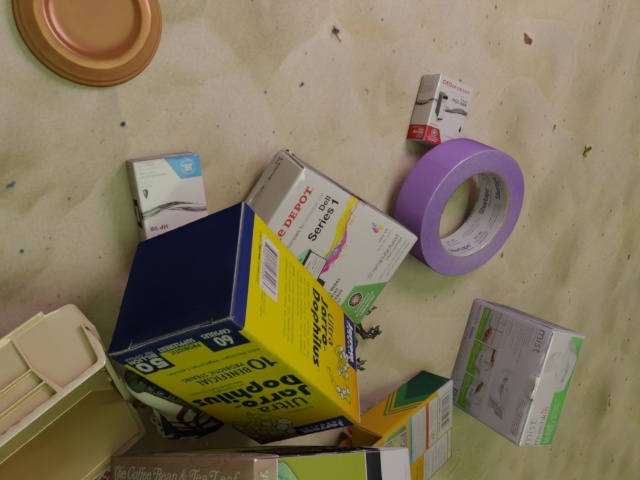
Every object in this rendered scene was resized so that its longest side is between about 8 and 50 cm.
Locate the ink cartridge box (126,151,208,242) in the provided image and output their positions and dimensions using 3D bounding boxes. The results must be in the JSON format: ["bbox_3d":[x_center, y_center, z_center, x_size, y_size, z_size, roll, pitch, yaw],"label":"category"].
[{"bbox_3d":[-0.237,-0.045,0.862,0.104,0.060,0.180,-14,108,-28],"label":"ink cartridge box"}]

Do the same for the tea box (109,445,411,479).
[{"bbox_3d":[-0.086,0.412,0.772,0.323,0.329,0.220,19,62,-44],"label":"tea box"}]

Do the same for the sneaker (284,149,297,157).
[{"bbox_3d":[-0.063,-0.119,0.965,0.035,0.031,0.083,26,87,-33],"label":"sneaker"}]

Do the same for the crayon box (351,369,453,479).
[{"bbox_3d":[0.166,0.437,1.143,0.322,0.083,0.203,-18,111,-46],"label":"crayon box"}]

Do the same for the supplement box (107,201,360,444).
[{"bbox_3d":[-0.102,0.145,0.819,0.194,0.195,0.356,-19,137,21],"label":"supplement box"}]

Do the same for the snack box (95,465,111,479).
[{"bbox_3d":[-0.417,0.435,0.886,0.064,0.022,0.178,45,77,-31],"label":"snack box"}]

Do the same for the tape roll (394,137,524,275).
[{"bbox_3d":[0.289,-0.067,1.117,0.274,0.090,0.275,-15,121,-26],"label":"tape roll"}]

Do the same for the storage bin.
[{"bbox_3d":[-0.381,0.254,0.715,0.260,0.123,0.262,-40,155,-29],"label":"storage bin"}]

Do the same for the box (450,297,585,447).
[{"bbox_3d":[0.436,0.295,1.236,0.126,0.231,0.262,14,93,-32],"label":"box"}]

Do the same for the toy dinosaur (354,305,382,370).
[{"bbox_3d":[0.059,0.192,1.095,0.118,0.064,0.268,40,82,-24],"label":"toy dinosaur"}]

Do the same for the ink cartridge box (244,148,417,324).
[{"bbox_3d":[0.000,0.000,0.957,0.278,0.117,0.201,28,100,-32],"label":"ink cartridge box"}]

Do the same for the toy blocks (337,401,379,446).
[{"bbox_3d":[0.099,0.435,1.173,0.148,0.054,0.123,-43,118,-16],"label":"toy blocks"}]

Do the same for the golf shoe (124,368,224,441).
[{"bbox_3d":[-0.231,0.270,0.872,0.120,0.105,0.273,-44,144,-2],"label":"golf shoe"}]

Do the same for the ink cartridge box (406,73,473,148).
[{"bbox_3d":[0.245,-0.259,1.101,0.099,0.056,0.135,10,96,-31],"label":"ink cartridge box"}]

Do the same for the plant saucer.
[{"bbox_3d":[-0.322,-0.321,0.764,0.199,0.037,0.200,-7,105,-29],"label":"plant saucer"}]
